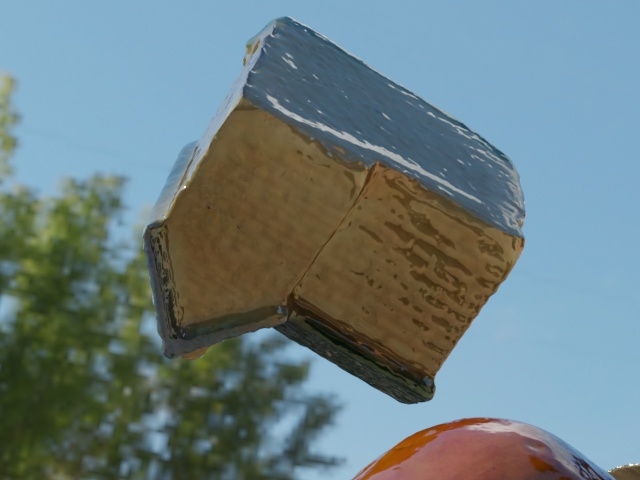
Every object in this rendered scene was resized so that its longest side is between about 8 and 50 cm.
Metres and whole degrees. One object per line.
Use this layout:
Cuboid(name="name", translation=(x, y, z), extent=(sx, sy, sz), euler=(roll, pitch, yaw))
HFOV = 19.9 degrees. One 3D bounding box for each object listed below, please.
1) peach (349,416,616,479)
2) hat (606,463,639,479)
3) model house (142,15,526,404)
Cuboid(name="peach", translation=(0.142, 0.309, 1.444), extent=(0.343, 0.343, 0.301), euler=(18, -34, -25))
Cuboid(name="hat", translation=(0.411, 0.288, 1.942), extent=(0.214, 0.149, 0.244), euler=(-24, -69, 41))
Cuboid(name="model house", translation=(0.000, 0.000, 2.124), extent=(0.382, 0.334, 0.342), euler=(29, -67, -7))
